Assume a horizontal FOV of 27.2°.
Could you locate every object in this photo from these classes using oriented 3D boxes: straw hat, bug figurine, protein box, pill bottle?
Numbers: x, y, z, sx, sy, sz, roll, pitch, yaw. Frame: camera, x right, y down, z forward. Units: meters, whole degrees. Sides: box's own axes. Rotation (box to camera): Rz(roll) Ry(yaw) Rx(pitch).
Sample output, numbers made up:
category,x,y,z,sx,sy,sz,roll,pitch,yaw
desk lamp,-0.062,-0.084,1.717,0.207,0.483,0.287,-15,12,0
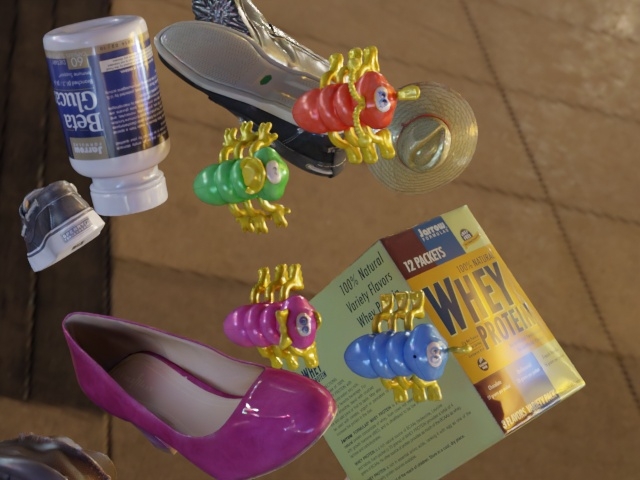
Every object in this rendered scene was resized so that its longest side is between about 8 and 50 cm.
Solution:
category,x,y,z,sx,sy,sz,roll,pitch,yaw
straw hat,0.125,-0.114,1.580,0.144,0.144,0.061,17,14,-10
bug figurine,0.000,0.000,1.018,0.072,0.216,0.279,-13,91,-54
protein box,0.094,0.113,1.240,0.136,0.200,0.201,-21,74,-45
pill bottle,-0.189,-0.113,1.203,0.094,0.169,0.094,-9,18,3

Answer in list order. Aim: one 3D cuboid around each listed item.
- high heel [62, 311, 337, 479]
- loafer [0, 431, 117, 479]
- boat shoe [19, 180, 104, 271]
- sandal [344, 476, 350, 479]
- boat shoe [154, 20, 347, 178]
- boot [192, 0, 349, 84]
category,x,y,z,sx,sy,sz,roll,pitch,yaw
high heel,-0.087,0.089,0.875,0.082,0.244,0.117,-48,111,-22
loafer,-0.246,0.217,1.182,0.130,0.366,0.134,-33,97,-27
boat shoe,-0.387,-0.027,1.911,0.108,0.301,0.102,-33,93,-16
sandal,0.069,0.296,1.587,0.088,0.079,0.240,27,73,6
boat shoe,-0.068,-0.136,1.256,0.233,0.079,0.084,31,53,24
boot,-0.047,-0.234,1.599,0.208,0.076,0.189,13,47,-44
